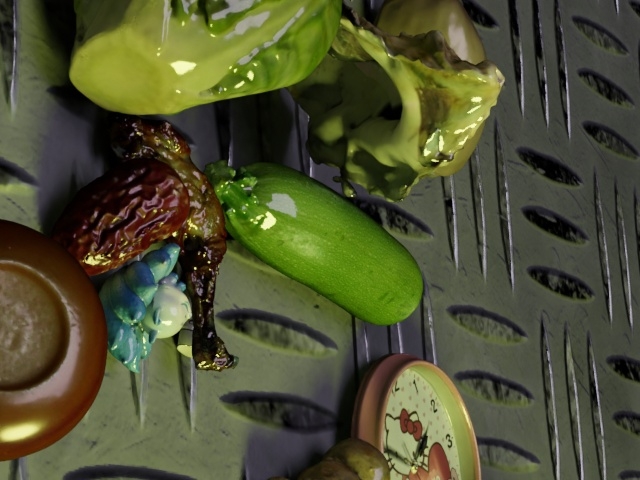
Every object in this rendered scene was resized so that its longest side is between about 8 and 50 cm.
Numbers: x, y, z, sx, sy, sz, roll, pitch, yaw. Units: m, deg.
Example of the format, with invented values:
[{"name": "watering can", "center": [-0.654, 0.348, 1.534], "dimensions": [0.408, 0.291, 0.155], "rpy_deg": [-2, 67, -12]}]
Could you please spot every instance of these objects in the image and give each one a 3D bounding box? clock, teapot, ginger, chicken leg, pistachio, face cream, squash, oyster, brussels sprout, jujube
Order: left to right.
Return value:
[{"name": "teapot", "center": [-0.255, 0.094, 1.439], "dimensions": [0.178, 0.135, 0.252], "rpy_deg": [32, 66, -11]}, {"name": "jujube", "center": [-0.170, -0.018, 1.661], "dimensions": [0.129, 0.077, 0.077], "rpy_deg": [-37, 115, -29]}, {"name": "chicken leg", "center": [-0.123, -0.006, 1.765], "dimensions": [0.106, 0.051, 0.253], "rpy_deg": [-32, 101, -61]}, {"name": "brussels sprout", "center": [-0.107, -0.218, 1.726], "dimensions": [0.271, 0.210, 0.219], "rpy_deg": [-52, 135, -39]}, {"name": "face cream", "center": [-0.112, 0.052, 1.811], "dimensions": [0.038, 0.020, 0.115], "rpy_deg": [40, 46, -42]}, {"name": "squash", "center": [0.000, 0.000, 1.959], "dimensions": [0.378, 0.101, 0.101], "rpy_deg": [33, 52, -52]}, {"name": "ginger", "center": [0.005, 0.251, 1.895], "dimensions": [0.204, 0.080, 0.104], "rpy_deg": [-28, 99, -59]}, {"name": "oyster", "center": [0.045, -0.165, 1.910], "dimensions": [0.115, 0.351, 0.238], "rpy_deg": [-30, 115, -27]}, {"name": "clock", "center": [0.097, 0.240, 2.094], "dimensions": [0.244, 0.056, 0.244], "rpy_deg": [25, 60, -54]}, {"name": "pistachio", "center": [0.125, -0.181, 2.240], "dimensions": [0.136, 0.136, 0.226], "rpy_deg": [-23, 108, -62]}]

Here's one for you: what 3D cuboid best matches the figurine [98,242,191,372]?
[{"name": "figurine", "center": [-0.151, 0.061, 1.674], "dimensions": [0.114, 0.079, 0.114], "rpy_deg": [-155, -90, -90]}]
